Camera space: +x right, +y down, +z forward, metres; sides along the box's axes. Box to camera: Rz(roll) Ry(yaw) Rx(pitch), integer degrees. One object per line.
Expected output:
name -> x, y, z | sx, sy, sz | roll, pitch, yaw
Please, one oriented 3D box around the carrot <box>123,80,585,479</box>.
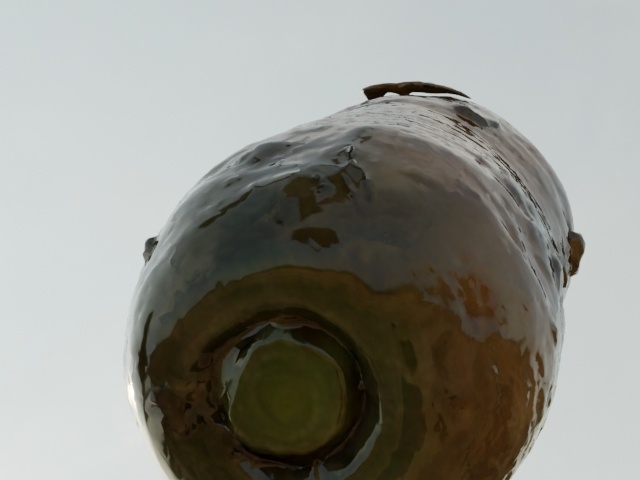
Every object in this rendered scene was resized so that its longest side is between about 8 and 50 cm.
carrot -> 0.027, 0.039, 1.079 | 0.224, 0.224, 0.340 | -32, 1, 18
